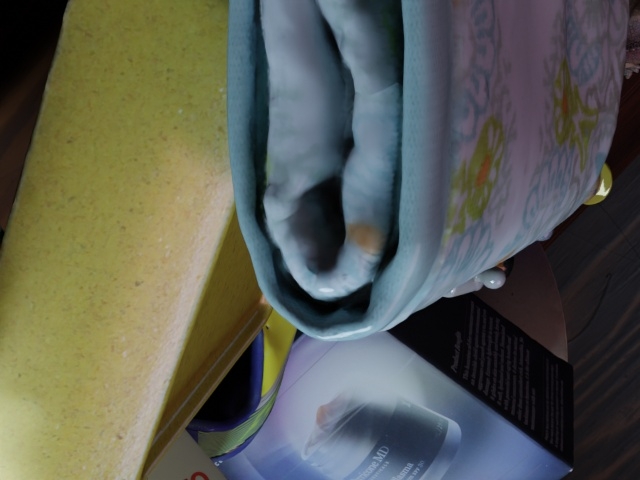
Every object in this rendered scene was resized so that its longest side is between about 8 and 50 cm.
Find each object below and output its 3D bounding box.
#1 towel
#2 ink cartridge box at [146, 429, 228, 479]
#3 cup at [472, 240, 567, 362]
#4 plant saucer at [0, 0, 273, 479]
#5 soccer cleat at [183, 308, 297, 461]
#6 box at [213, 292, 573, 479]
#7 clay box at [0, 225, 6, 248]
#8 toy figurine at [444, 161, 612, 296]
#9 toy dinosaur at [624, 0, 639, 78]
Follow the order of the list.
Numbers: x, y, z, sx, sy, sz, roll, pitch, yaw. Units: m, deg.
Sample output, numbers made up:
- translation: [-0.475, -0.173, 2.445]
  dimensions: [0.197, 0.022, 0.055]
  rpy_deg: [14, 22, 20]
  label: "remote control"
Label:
- translation: [0.075, -0.167, 0.594]
  dimensions: [0.320, 0.090, 0.374]
  rpy_deg: [-19, 114, -61]
  label: "towel"
- translation: [-0.189, 0.144, 0.914]
  dimensions: [0.160, 0.219, 0.092]
  rpy_deg: [-28, 160, -49]
  label: "ink cartridge box"
- translation: [0.103, 0.119, 1.607]
  dimensions: [0.237, 0.331, 0.331]
  rpy_deg: [-7, 151, -22]
  label: "cup"
- translation: [-0.057, -0.028, 0.696]
  dimensions: [0.333, 0.081, 0.332]
  rpy_deg: [-50, 163, -66]
  label: "plant saucer"
- translation: [-0.047, 0.026, 1.017]
  dimensions: [0.121, 0.094, 0.289]
  rpy_deg: [83, 23, -73]
  label: "soccer cleat"
- translation: [0.053, 0.182, 1.390]
  dimensions: [0.296, 0.294, 0.182]
  rpy_deg: [-46, -166, 29]
  label: "box"
- translation: [-0.190, -0.011, 0.629]
  dimensions: [0.053, 0.127, 0.222]
  rpy_deg: [-39, 167, -13]
  label: "clay box"
- translation: [0.130, -0.064, 1.222]
  dimensions: [0.148, 0.209, 0.213]
  rpy_deg: [-13, 150, -46]
  label: "toy figurine"
- translation: [0.311, -0.207, 1.307]
  dimensions: [0.296, 0.127, 0.200]
  rpy_deg: [-24, -166, 38]
  label: "toy dinosaur"
